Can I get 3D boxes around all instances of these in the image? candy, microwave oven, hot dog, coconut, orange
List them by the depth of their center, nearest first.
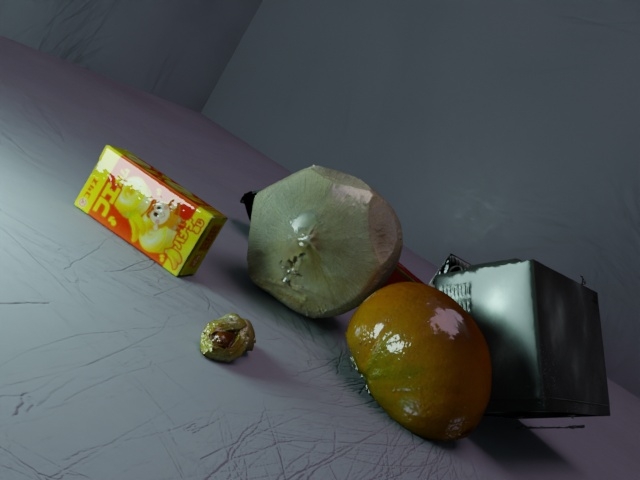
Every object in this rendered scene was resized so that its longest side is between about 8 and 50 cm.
[{"bbox_3d":[-0.143,0.153,1.187,0.078,0.061,0.169,34,10,6],"label":"hot dog"},{"bbox_3d":[0.200,0.230,1.402,0.274,0.310,0.274,-6,-8,-1],"label":"orange"},{"bbox_3d":[-0.339,-0.060,1.440,0.276,0.146,0.088,32,8,11],"label":"candy"},{"bbox_3d":[0.000,0.000,1.617,0.346,0.346,0.360,34,4,18],"label":"coconut"},{"bbox_3d":[0.467,0.236,1.644,0.236,0.374,0.432,-10,-19,35],"label":"microwave oven"}]

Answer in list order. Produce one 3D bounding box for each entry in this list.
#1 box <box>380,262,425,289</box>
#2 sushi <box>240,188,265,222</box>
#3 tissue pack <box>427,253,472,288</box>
[{"bbox_3d":[0.213,0.158,2.001,0.074,0.153,0.240,18,16,-38],"label":"box"},{"bbox_3d":[-0.098,-0.057,2.088,0.225,0.218,0.238,-5,13,40],"label":"sushi"},{"bbox_3d":[0.558,0.231,2.521,0.370,0.198,0.210,34,-8,16],"label":"tissue pack"}]
